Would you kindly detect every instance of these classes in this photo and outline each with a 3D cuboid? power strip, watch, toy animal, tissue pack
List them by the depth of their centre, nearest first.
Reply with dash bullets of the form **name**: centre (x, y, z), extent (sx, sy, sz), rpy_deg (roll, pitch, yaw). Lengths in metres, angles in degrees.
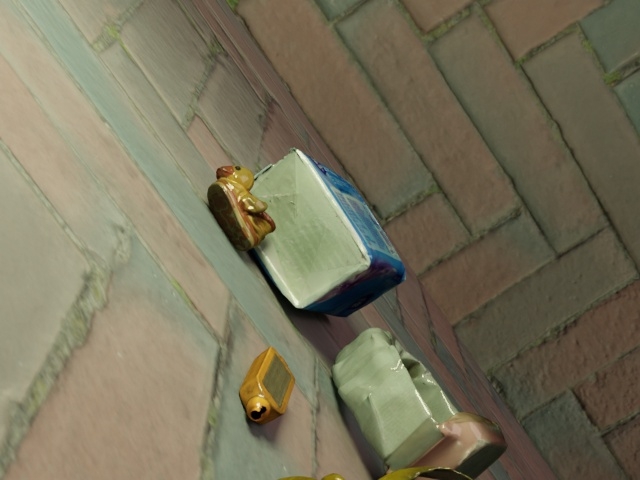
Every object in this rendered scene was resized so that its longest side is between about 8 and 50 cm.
- **toy animal**: centre (0.022, 0.272, 1.188), extent (0.219, 0.155, 0.095), rpy_deg (3, 73, -28)
- **power strip**: centre (-0.058, 0.157, 1.291), extent (0.049, 0.028, 0.178), rpy_deg (56, 9, -6)
- **watch**: centre (0.116, 0.223, 1.626), extent (0.241, 0.161, 0.253), rpy_deg (53, 6, 22)
- **tissue pack**: centre (0.000, 0.000, 1.749), extent (0.198, 0.146, 0.263), rpy_deg (57, 10, 13)

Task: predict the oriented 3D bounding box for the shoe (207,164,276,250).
- **shoe**: centre (-0.105, -0.043, 1.602), extent (0.069, 0.072, 0.109), rpy_deg (-26, 76, -42)
